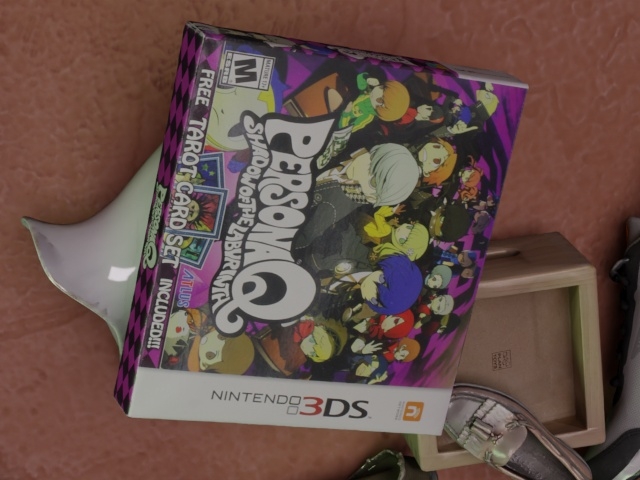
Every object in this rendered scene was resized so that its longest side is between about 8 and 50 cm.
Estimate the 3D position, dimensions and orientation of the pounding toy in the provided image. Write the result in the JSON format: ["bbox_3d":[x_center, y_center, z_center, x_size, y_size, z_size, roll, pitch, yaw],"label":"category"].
[{"bbox_3d":[0.084,0.038,1.091,0.181,0.094,0.206,-8,107,-7],"label":"pounding toy"}]

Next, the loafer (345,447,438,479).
[{"bbox_3d":[-0.030,0.218,1.092,0.251,0.094,0.087,-38,107,-6],"label":"loafer"}]

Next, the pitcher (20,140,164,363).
[{"bbox_3d":[-0.061,0.003,1.058,0.207,0.125,0.178,-30,132,-5],"label":"pitcher"}]

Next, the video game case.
[{"bbox_3d":[0.000,0.000,0.974,0.210,0.042,0.232,7,105,-24],"label":"video game case"}]

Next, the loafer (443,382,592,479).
[{"bbox_3d":[0.129,0.133,1.055,0.125,0.039,0.045,33,100,-17],"label":"loafer"}]

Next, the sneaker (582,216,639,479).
[{"bbox_3d":[0.241,0.051,1.144,0.108,0.100,0.271,26,92,8],"label":"sneaker"}]
